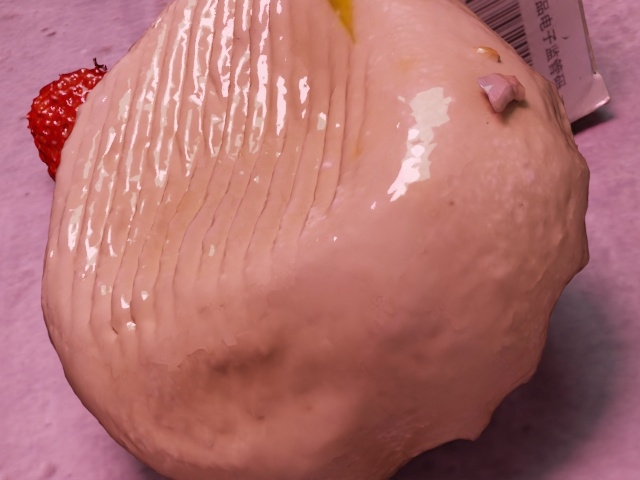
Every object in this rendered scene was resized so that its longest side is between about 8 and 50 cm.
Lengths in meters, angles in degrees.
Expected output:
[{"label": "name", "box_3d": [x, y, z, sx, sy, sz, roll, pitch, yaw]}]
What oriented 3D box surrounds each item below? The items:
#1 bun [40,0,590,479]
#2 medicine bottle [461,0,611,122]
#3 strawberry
[{"label": "bun", "box_3d": [0.000, 0.000, 0.660, 0.259, 0.160, 0.259, -22, 48, 27]}, {"label": "medicine bottle", "box_3d": [0.030, -0.141, 0.861, 0.141, 0.137, 0.250, -29, 35, -16]}, {"label": "strawberry", "box_3d": [-0.140, -0.061, 0.891, 0.073, 0.073, 0.083, -7, 52, 15]}]
